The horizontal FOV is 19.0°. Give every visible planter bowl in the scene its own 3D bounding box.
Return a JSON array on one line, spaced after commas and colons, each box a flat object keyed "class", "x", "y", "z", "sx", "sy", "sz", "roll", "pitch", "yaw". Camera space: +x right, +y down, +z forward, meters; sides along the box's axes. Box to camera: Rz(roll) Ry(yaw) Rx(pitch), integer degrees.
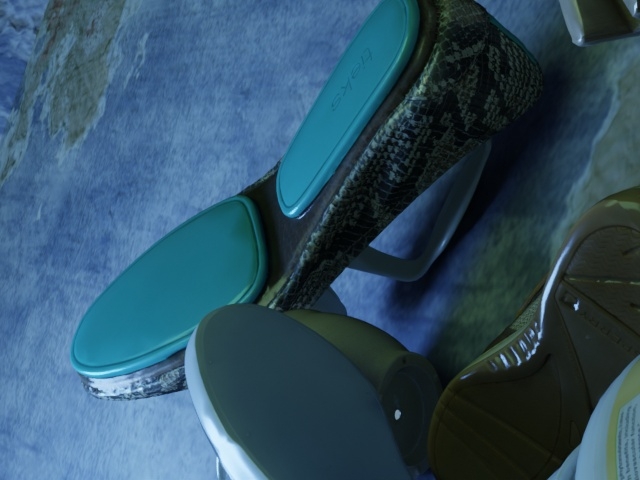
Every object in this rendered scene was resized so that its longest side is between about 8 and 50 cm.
[{"class": "planter bowl", "x": 0.026, "y": 0.132, "z": 1.459, "sx": 0.109, "sy": 0.162, "sz": 0.162, "roll": -2, "pitch": 67, "yaw": 38}]

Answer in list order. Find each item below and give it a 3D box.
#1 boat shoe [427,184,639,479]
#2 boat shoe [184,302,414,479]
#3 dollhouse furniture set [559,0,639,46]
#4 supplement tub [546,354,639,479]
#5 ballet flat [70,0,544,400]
[{"class": "boat shoe", "x": 0.178, "y": 0.069, "z": 1.225, "sx": 0.123, "sy": 0.123, "sz": 0.342, "roll": -38, "pitch": -20, "yaw": -40}, {"class": "boat shoe", "x": 0.009, "y": 0.215, "z": 1.329, "sx": 0.367, "sy": 0.136, "sz": 0.156, "roll": 49, "pitch": 135, "yaw": 26}, {"class": "dollhouse furniture set", "x": 0.297, "y": -0.365, "z": 1.168, "sx": 0.362, "sy": 0.256, "sz": 0.394, "roll": -30, "pitch": 75, "yaw": 61}, {"class": "supplement tub", "x": 0.261, "y": 0.104, "z": 0.820, "sx": 0.331, "sy": 0.241, "sz": 0.241, "roll": -46, "pitch": 32, "yaw": 43}, {"class": "ballet flat", "x": 0.000, "y": 0.000, "z": 1.552, "sx": 0.483, "sy": 0.182, "sz": 0.164, "roll": -45, "pitch": 33, "yaw": 27}]
